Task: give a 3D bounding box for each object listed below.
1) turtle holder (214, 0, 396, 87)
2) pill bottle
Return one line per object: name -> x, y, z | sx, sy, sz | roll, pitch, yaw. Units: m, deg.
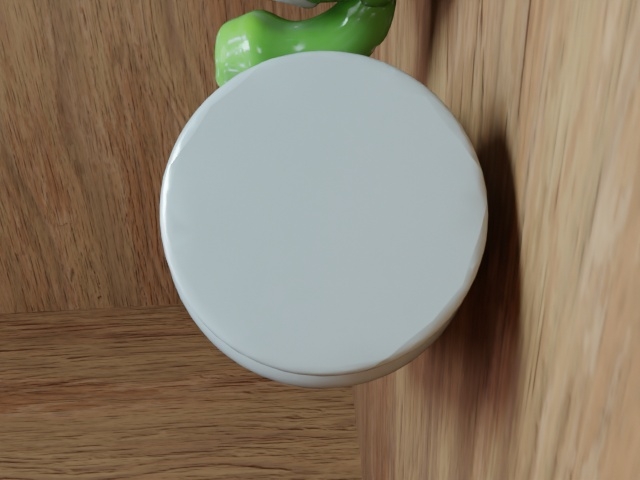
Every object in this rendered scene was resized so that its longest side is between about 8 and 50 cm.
turtle holder -> -0.026, -0.276, 0.558 | 0.320, 0.228, 0.243 | 91, 175, -70
pill bottle -> 0.000, 0.000, 0.576 | 0.361, 0.204, 0.204 | 102, 165, -84
